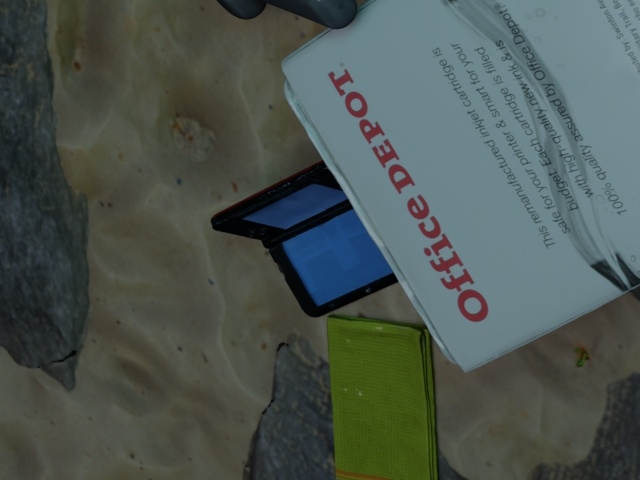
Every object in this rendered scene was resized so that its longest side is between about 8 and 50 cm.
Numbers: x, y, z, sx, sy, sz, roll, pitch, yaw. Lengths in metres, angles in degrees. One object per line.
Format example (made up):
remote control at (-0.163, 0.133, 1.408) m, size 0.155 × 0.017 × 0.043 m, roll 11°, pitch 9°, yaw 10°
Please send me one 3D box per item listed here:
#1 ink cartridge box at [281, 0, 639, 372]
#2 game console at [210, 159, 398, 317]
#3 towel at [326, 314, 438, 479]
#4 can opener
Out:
ink cartridge box at (0.211, -0.119, 1.404) m, size 0.395 × 0.166 × 0.285 m, roll -30°, pitch 91°, yaw 31°
game console at (0.000, 0.000, 1.607) m, size 0.144 × 0.124 × 0.085 m, roll -26°, pitch 67°, yaw 31°
towel at (0.055, 0.184, 1.676) m, size 0.102 × 0.021 × 0.237 m, roll 5°, pitch 109°, yaw 25°
can opener at (-0.031, -0.212, 1.487) m, size 0.095 × 0.076 × 0.283 m, roll 47°, pitch 170°, yaw -35°
